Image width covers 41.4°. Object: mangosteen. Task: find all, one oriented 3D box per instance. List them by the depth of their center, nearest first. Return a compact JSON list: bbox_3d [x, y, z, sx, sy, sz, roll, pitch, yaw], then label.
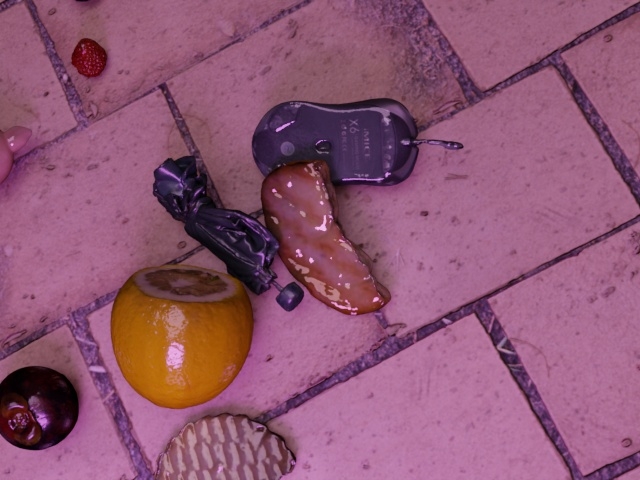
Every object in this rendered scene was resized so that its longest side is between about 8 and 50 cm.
[{"bbox_3d":[-0.499,0.292,1.470,0.152,0.152,0.153,-2,77,9],"label":"mangosteen"}]

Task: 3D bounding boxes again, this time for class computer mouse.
[{"bbox_3d":[0.063,-0.168,1.495,0.379,0.090,0.167,2,103,13],"label":"computer mouse"}]

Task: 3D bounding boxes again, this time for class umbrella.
[{"bbox_3d":[-0.158,-0.009,1.489,0.349,0.143,0.094,40,68,15],"label":"umbrella"}]

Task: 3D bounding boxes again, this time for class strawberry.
[{"bbox_3d":[-0.454,-0.362,1.646,0.073,0.083,0.073,-3,68,7],"label":"strawberry"}]

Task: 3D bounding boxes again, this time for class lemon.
[{"bbox_3d":[-0.232,0.167,1.413,0.240,0.240,0.219,10,105,12],"label":"lemon"}]

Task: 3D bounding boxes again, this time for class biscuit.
[{"bbox_3d":[-0.186,0.397,1.448,0.273,0.036,0.187,-37,74,1],"label":"biscuit"},{"bbox_3d":[-0.003,0.003,1.470,0.154,0.045,0.299,-25,92,25],"label":"biscuit"}]

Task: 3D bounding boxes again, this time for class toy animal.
[{"bbox_3d":[-0.696,-0.184,1.610,0.250,0.154,0.166,22,74,11],"label":"toy animal"}]
